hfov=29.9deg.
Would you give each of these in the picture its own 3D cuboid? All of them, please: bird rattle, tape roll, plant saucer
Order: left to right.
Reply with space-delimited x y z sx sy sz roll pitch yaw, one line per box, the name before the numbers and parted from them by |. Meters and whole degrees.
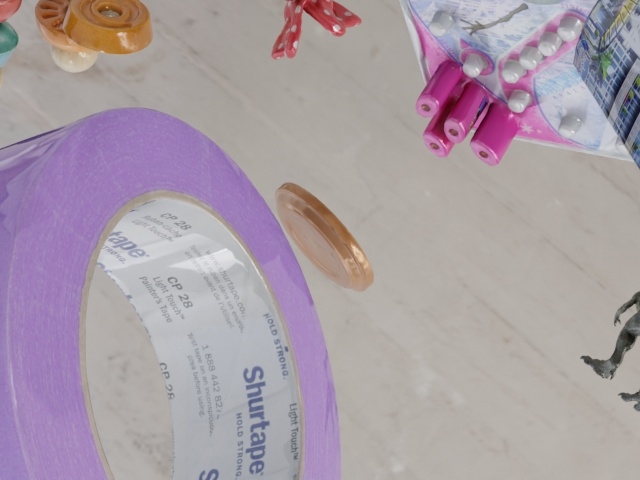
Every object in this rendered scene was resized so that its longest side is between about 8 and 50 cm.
tape roll | -0.092 0.078 0.591 0.090 0.274 0.275 -15 78 24
bird rattle | -0.041 -0.317 1.228 0.143 0.207 0.254 4 89 17
plant saucer | 0.000 0.000 0.742 0.013 0.083 0.083 -42 69 -15

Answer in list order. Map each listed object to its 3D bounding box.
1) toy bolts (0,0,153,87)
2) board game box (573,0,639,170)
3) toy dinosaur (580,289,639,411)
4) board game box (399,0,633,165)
toy bolts | -0.319 -0.226 1.388 0.218 0.228 0.159 52 141 36
board game box | 0.179 -0.062 0.433 0.194 0.060 0.194 -62 40 44
toy dinosaur | 0.313 0.096 1.120 0.064 0.268 0.118 36 99 -7
board game box | 0.195 -0.155 0.693 0.389 0.390 0.050 14 59 29
